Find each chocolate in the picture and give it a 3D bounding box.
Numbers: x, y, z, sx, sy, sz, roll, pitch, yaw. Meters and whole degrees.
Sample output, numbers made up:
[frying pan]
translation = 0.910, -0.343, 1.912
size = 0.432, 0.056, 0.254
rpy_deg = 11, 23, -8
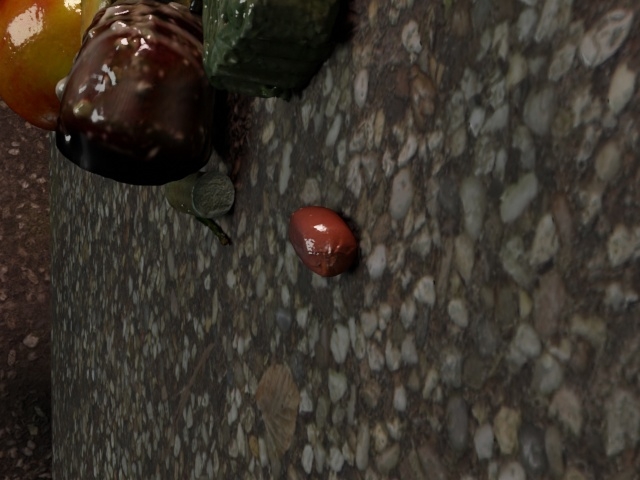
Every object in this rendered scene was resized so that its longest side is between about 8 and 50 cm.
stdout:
[chocolate]
translation = -0.243, -0.232, 1.356
size = 0.340, 0.225, 0.210
rpy_deg = -95, 20, -66

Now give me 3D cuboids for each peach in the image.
[peach]
translation = -0.530, -0.374, 1.975
size = 0.380, 0.306, 0.243
rpy_deg = -46, 39, 51

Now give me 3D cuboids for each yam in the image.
[yam]
translation = -0.177, -0.067, 1.393
size = 0.169, 0.068, 0.068
rpy_deg = -170, 83, -68

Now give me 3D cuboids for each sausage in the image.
[sausage]
translation = 0.000, 0.000, 0.983
size = 0.094, 0.054, 0.059
rpy_deg = -125, 42, -55

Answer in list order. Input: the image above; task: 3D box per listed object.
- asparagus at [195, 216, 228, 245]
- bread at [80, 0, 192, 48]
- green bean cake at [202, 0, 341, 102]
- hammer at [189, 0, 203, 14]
[asparagus]
translation = -0.157, -0.017, 1.409
size = 0.016, 0.016, 0.163
rpy_deg = -59, 27, 2
[bread]
translation = -0.300, -0.346, 1.565
size = 0.133, 0.178, 0.250
rpy_deg = -109, 30, -49
[green bean cake]
translation = -0.061, -0.281, 1.073
size = 0.227, 0.124, 0.223
rpy_deg = 147, 122, -69
[hammer]
translation = -0.217, -0.307, 1.525
size = 0.201, 0.078, 0.021
rpy_deg = -61, 35, 28
